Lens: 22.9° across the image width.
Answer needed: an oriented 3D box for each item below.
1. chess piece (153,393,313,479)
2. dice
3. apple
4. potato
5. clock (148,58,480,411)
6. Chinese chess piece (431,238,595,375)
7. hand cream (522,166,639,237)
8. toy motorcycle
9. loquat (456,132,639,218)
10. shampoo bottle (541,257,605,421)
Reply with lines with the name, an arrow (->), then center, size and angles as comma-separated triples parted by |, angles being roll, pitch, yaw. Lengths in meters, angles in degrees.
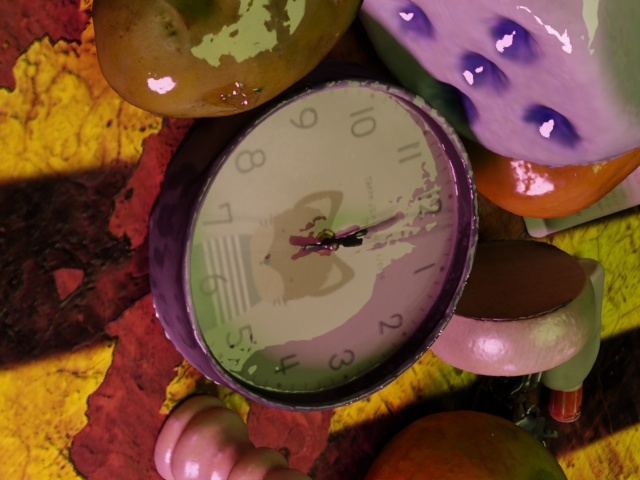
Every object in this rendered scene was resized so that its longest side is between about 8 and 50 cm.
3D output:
chess piece -> -0.070, 0.221, 1.475 | 0.094, 0.170, 0.094 | -27, 131, -36
dice -> 0.208, -0.247, 1.414 | 0.268, 0.264, 0.262 | -53, 138, -20
apple -> 0.167, 0.318, 1.764 | 0.246, 0.226, 0.246 | -17, 119, -32
potato -> -0.069, -0.198, 1.236 | 0.253, 0.148, 0.186 | -32, 118, -23
clock -> 0.000, 0.000, 1.432 | 0.325, 0.067, 0.325 | -11, 112, -28
Chinese chess piece -> 0.199, 0.072, 1.691 | 0.188, 0.188, 0.083 | -29, 126, -37
hand cream -> 0.382, -0.111, 1.753 | 0.358, 0.118, 0.185 | -18, 142, 11
toy motorcycle -> 0.240, 0.200, 1.906 | 0.122, 0.082, 0.213 | -16, 126, -43
loquat -> 0.245, -0.124, 1.612 | 0.234, 0.176, 0.187 | -33, 117, 14
shampoo bottle -> 0.311, 0.131, 1.974 | 0.108, 0.051, 0.221 | -33, 135, -37
